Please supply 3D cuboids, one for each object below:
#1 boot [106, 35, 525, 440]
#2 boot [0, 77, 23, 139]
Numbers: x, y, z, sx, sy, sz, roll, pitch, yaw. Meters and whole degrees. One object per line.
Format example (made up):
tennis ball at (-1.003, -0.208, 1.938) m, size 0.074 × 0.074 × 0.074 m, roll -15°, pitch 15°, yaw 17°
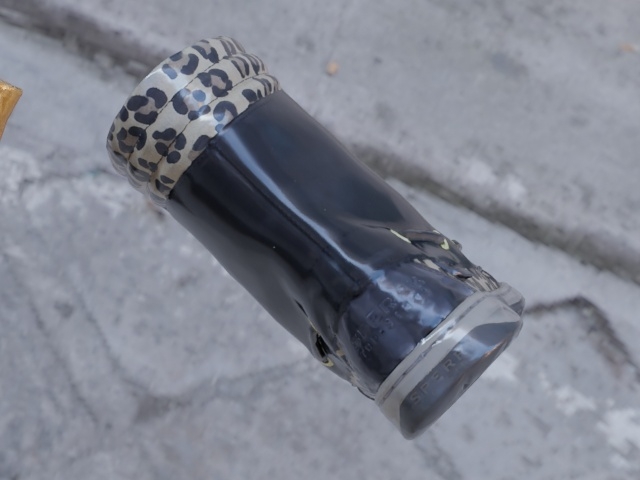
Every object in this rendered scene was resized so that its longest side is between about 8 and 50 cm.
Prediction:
boot at (0.000, 0.000, 1.097) m, size 0.284 × 0.138 × 0.377 m, roll 43°, pitch 4°, yaw 3°
boot at (-0.517, -0.159, 1.847) m, size 0.295 × 0.211 × 0.104 m, roll 23°, pitch 5°, yaw -40°
